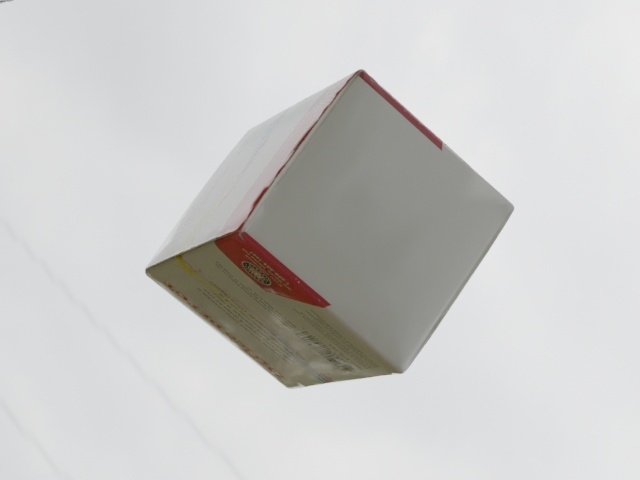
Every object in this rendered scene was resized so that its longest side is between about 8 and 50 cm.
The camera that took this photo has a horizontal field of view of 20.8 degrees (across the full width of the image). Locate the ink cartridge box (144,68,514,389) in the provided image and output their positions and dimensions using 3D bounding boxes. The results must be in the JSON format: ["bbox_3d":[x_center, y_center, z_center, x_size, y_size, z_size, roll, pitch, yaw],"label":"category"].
[{"bbox_3d":[0.000,0.000,1.041,0.128,0.127,0.176,40,-21,-14],"label":"ink cartridge box"}]

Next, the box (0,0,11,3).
[{"bbox_3d":[-0.228,-0.179,0.682,0.163,0.247,0.142,-9,-100,40],"label":"box"}]
